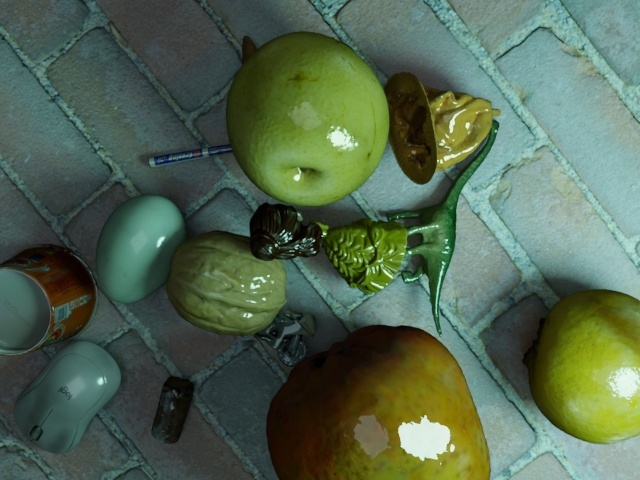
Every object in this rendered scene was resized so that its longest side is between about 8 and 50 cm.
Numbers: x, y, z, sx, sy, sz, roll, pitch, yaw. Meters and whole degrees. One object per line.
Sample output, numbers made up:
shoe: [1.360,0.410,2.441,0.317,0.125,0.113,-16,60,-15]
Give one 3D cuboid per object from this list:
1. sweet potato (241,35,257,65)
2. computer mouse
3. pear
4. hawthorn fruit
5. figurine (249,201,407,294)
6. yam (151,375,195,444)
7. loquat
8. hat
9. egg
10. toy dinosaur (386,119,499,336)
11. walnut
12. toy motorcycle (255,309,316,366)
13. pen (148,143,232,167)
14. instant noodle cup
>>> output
sweet potato: [-0.144,-0.357,1.493,0.058,0.055,0.202,1,100,39]
computer mouse: [-0.598,0.376,1.560,0.184,0.121,0.297,44,95,-4]
pear: [-0.026,-0.247,1.363,0.349,0.348,0.348,0,96,2]
hawthorn fruit: [0.120,0.408,1.376,0.472,0.472,0.471,0,96,2]
figurine: [0.000,-0.004,1.412,0.315,0.187,0.168,17,76,-23]
yam: [-0.351,0.400,1.574,0.079,0.079,0.141,17,97,0]
loquat: [0.614,0.268,1.399,0.360,0.328,0.328,14,97,22]
hat: [0.289,-0.265,1.454,0.233,0.244,0.233,-13,121,-18]
egg: [-0.402,0.021,1.480,0.183,0.183,0.264,28,102,-1]
toy dinosaur: [0.312,-0.028,1.506,0.301,0.087,0.446,-16,93,-6]
walnut: [-0.197,0.093,1.429,0.261,0.225,0.224,18,97,-4]
toy motorcycle: [-0.102,0.180,1.539,0.229,0.094,0.130,41,92,10]
pen: [-0.296,-0.196,1.531,0.204,0.025,0.025,-10,96,3]
instant noodle cup: [-0.654,0.140,1.497,0.251,0.192,0.250,0,96,1]
